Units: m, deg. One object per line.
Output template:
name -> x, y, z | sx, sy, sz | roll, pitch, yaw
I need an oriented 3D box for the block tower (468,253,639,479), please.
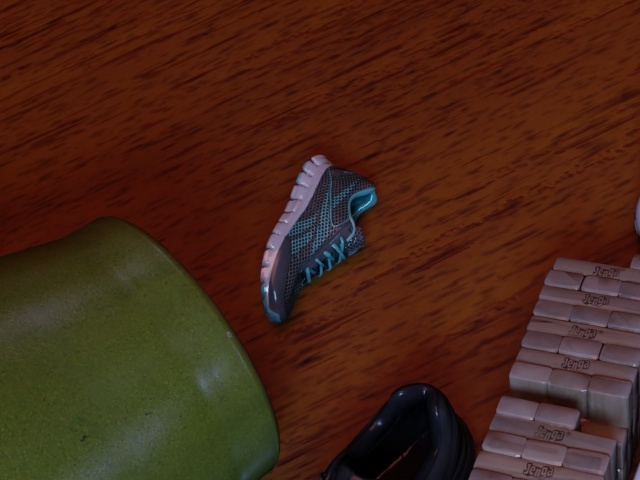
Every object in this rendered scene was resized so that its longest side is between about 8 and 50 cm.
block tower -> 0.174, 0.148, 0.891 | 0.097, 0.091, 0.335 | 10, 44, 24

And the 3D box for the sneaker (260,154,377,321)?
sneaker -> 0.000, 0.000, 1.090 | 0.076, 0.065, 0.166 | 15, 65, 16

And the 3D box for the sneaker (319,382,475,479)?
sneaker -> 0.018, 0.225, 0.910 | 0.109, 0.130, 0.286 | 20, 67, 20

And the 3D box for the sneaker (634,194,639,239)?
sneaker -> 0.389, -0.032, 0.963 | 0.281, 0.162, 0.106 | 5, 61, 15

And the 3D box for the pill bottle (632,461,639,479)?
pill bottle -> 0.348, 0.193, 0.852 | 0.245, 0.136, 0.136 | 24, 67, 24

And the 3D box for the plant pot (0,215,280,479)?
plant pot -> -0.233, 0.167, 0.898 | 0.353, 0.366, 0.366 | -35, 58, -24
